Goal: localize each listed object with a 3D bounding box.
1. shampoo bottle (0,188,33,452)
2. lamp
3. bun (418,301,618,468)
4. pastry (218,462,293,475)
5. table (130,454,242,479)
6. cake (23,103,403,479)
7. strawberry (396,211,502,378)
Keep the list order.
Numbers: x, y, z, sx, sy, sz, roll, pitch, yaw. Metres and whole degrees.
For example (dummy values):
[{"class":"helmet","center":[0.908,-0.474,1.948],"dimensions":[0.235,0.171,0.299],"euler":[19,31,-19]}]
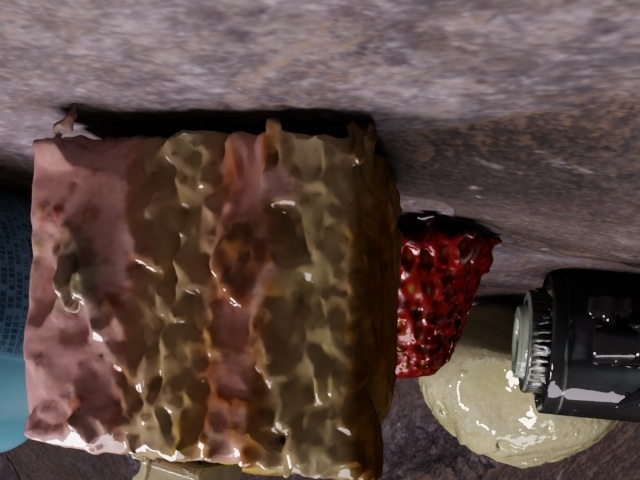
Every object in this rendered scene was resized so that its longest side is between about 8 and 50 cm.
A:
[{"class":"shampoo bottle","center":[-0.494,0.073,1.200],"dimensions":[0.331,0.331,0.343],"euler":[-4,168,41]},{"class":"lamp","center":[0.410,0.153,1.521],"dimensions":[0.272,0.204,0.374],"euler":[3,172,24]},{"class":"bun","center":[0.343,0.251,1.785],"dimensions":[0.353,0.227,0.349],"euler":[-9,-158,-38]},{"class":"pastry","center":[-0.118,0.152,1.485],"dimensions":[0.389,0.312,0.388],"euler":[17,171,3]},{"class":"table","center":[-0.134,0.236,1.020],"dimensions":[0.083,0.062,0.079],"euler":[10,177,27]},{"class":"cake","center":[-0.082,0.063,0.999],"dimensions":[0.307,0.314,0.293],"euler":[1,171,14]},{"class":"strawberry","center":[0.117,0.076,1.298],"dimensions":[0.234,0.177,0.234],"euler":[-6,169,-1]}]
